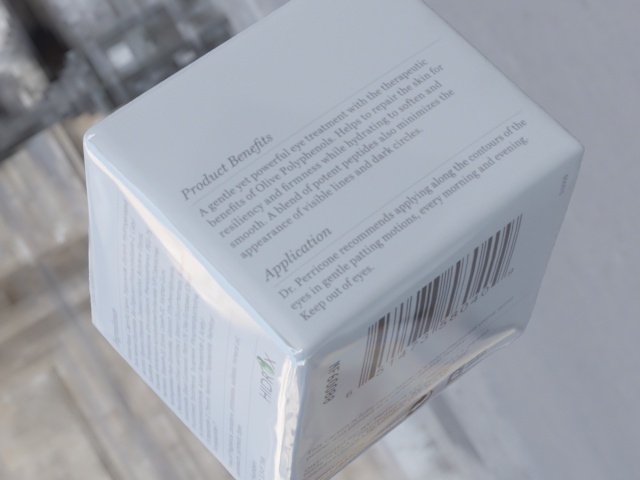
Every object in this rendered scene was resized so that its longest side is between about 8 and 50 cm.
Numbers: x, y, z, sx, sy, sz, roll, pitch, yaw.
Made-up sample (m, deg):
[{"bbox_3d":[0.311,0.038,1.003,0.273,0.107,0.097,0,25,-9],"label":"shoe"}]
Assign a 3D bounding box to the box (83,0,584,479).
[{"bbox_3d":[0.000,0.000,0.532,0.087,0.101,0.102,45,154,20],"label":"box"}]
